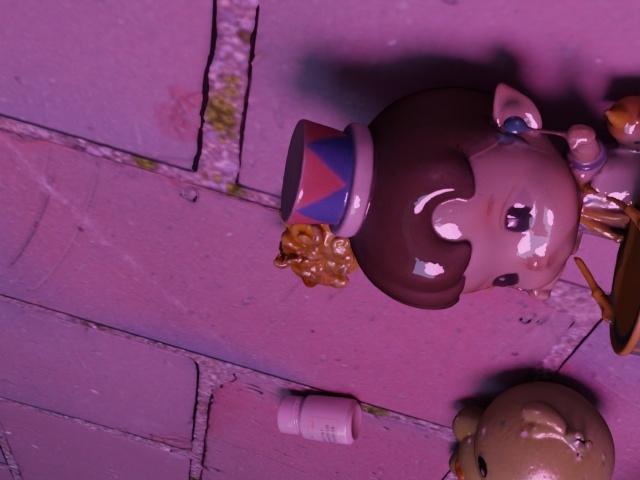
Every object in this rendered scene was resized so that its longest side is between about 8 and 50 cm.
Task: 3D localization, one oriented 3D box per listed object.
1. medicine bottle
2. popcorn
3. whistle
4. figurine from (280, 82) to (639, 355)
[{"bbox_3d":[-0.001,0.204,0.985,0.089,0.052,0.052,2,143,20],"label":"medicine bottle"},{"bbox_3d":[0.000,0.000,0.701,0.083,0.057,0.082,32,141,-16],"label":"popcorn"},{"bbox_3d":[0.189,0.234,0.878,0.141,0.141,0.294,23,145,-9],"label":"whistle"},{"bbox_3d":[0.111,-0.017,0.542,0.275,0.158,0.161,8,135,12],"label":"figurine"}]
